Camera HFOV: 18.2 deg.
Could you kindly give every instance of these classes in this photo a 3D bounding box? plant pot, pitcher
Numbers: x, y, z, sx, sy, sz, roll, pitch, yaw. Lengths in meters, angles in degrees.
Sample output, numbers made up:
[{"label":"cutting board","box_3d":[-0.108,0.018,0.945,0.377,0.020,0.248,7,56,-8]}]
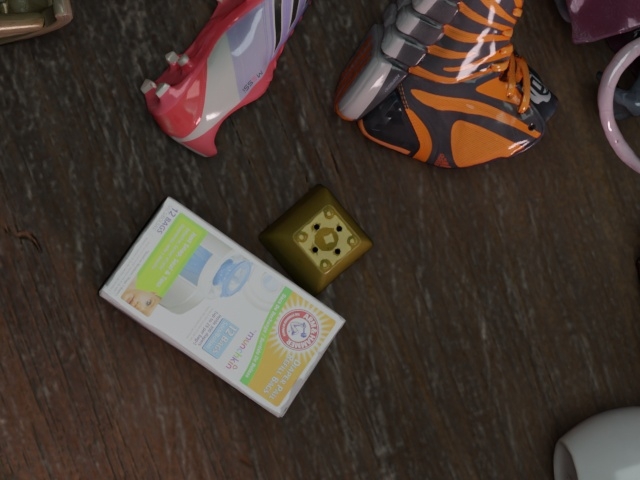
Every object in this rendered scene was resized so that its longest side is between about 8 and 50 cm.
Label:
[{"label":"plant pot","box_3d":[0.000,0.000,1.875,0.081,0.083,0.081,-41,94,-6]},{"label":"pitcher","box_3d":[0.337,0.226,1.870,0.207,0.178,0.125,-7,114,-9]}]

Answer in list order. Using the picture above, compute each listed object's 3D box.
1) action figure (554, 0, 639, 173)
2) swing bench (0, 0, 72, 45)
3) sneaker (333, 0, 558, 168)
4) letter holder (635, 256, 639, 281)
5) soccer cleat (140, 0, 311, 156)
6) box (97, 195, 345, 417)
[{"label":"action figure","box_3d":[0.386,-0.277,1.827,0.370,0.276,0.248,-26,124,21]},{"label":"swing bench","box_3d":[-0.369,-0.299,1.799,0.254,0.165,0.253,-9,89,-13]},{"label":"sneaker","box_3d":[0.167,-0.201,1.856,0.180,0.124,0.321,30,121,-13]},{"label":"letter holder","box_3d":[0.475,0.028,1.852,0.301,0.214,0.152,-5,64,-8]},{"label":"soccer cleat","box_3d":[-0.064,-0.191,1.883,0.248,0.083,0.095,-49,119,-9]},{"label":"box","box_3d":[-0.092,0.062,1.851,0.203,0.103,0.114,36,85,-5]}]
